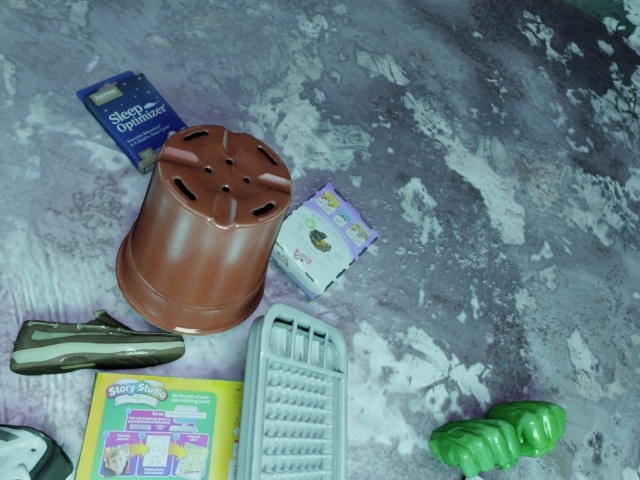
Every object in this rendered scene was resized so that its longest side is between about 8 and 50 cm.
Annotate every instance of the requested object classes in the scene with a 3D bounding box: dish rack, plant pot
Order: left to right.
[{"bbox_3d":[-0.182,-0.026,0.766,0.272,0.265,0.273,15,48,-17],"label":"plant pot"},{"bbox_3d":[-0.045,0.292,0.767,0.285,0.072,0.333,37,48,-53],"label":"dish rack"}]

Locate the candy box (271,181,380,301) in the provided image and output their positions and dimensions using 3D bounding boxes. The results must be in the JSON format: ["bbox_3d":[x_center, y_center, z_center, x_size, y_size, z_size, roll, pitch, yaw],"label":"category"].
[{"bbox_3d":[0.000,0.000,0.973,0.165,0.070,0.196,47,59,2],"label":"candy box"}]

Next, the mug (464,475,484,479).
[{"bbox_3d":[0.299,0.497,0.887,0.078,0.062,0.064,43,68,8],"label":"mug"}]

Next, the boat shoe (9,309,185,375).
[{"bbox_3d":[-0.353,0.156,0.757,0.257,0.095,0.095,1,62,-21],"label":"boat shoe"}]

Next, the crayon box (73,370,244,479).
[{"bbox_3d":[-0.227,0.308,0.746,0.278,0.081,0.166,10,65,-18],"label":"crayon box"}]

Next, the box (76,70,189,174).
[{"bbox_3d":[-0.378,-0.256,0.954,0.136,0.036,0.225,-39,85,-30],"label":"box"}]

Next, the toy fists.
[{"bbox_3d":[0.360,0.383,0.910,0.278,0.142,0.096,-7,71,-23],"label":"toy fists"}]

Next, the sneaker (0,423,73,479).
[{"bbox_3d":[-0.387,0.360,0.528,0.447,0.169,0.257,28,37,30],"label":"sneaker"}]
